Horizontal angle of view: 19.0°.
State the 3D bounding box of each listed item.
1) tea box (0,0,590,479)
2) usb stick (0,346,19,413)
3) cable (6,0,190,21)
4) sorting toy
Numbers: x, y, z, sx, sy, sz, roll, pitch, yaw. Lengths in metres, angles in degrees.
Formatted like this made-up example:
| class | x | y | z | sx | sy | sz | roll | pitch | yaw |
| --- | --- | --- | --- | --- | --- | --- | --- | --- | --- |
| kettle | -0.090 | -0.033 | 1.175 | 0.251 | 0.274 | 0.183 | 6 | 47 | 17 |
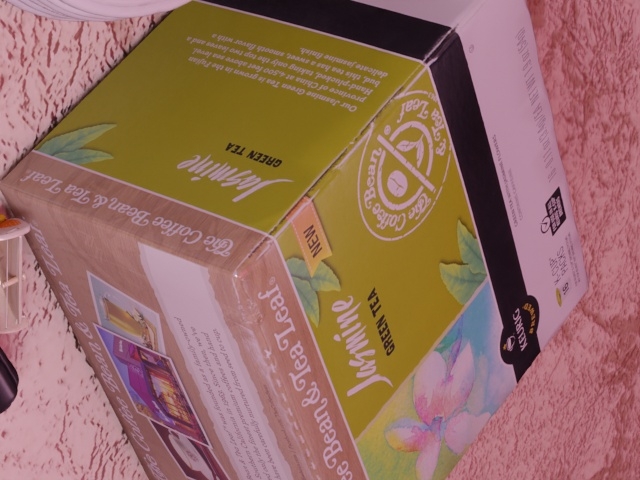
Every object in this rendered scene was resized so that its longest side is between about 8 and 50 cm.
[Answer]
| class | x | y | z | sx | sy | sz | roll | pitch | yaw |
| --- | --- | --- | --- | --- | --- | --- | --- | --- | --- |
| tea box | 0.000 | 0.000 | 1.355 | 0.323 | 0.220 | 0.329 | -49 | 140 | -27 |
| usb stick | -0.263 | 0.020 | 1.151 | 0.077 | 0.045 | 0.278 | -21 | 133 | 0 |
| cable | -0.130 | -0.257 | 1.170 | 0.257 | 0.089 | 0.257 | -40 | 135 | -36 |
| sorting toy | -0.227 | 0.023 | 1.220 | 0.075 | 0.045 | 0.083 | -20 | 135 | -31 |
